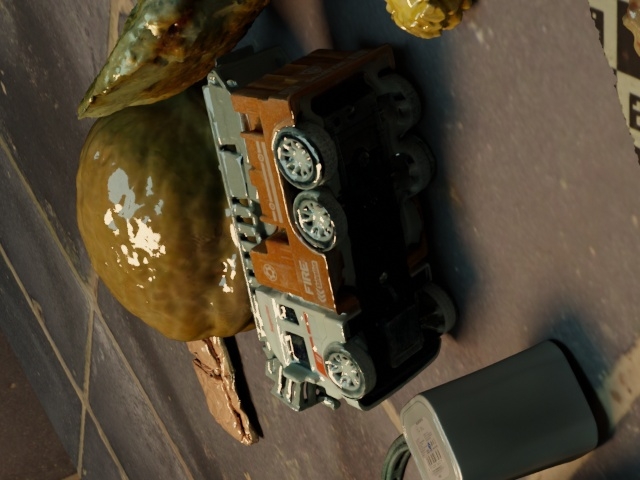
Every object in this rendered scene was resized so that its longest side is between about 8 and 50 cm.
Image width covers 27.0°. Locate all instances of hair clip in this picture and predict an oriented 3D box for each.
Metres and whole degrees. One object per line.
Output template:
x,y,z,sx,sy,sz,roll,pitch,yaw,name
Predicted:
0.097,0.208,1.330,0.070,0.039,0.229,63,160,11,hair clip

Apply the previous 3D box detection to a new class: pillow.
-0.143,0.163,1.774,0.126,0.043,0.232,29,138,62,pillow

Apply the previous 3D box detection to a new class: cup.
0.138,0.152,1.075,0.128,0.129,0.095,122,128,-66,cup

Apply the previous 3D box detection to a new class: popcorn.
0.074,-0.190,0.991,0.082,0.057,0.083,51,149,18,popcorn

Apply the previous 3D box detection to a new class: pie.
-0.117,-0.198,1.142,0.105,0.257,0.274,41,155,-5,pie

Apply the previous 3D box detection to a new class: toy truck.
0.000,0.000,1.168,0.184,0.133,0.338,15,126,43,toy truck

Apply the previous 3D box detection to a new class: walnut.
-0.133,-0.037,1.340,0.283,0.227,0.283,32,134,40,walnut

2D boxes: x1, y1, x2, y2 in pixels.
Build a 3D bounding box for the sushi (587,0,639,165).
0.222,-0.133,0.741,0.290,0.050,0.264,-1,110,65,sushi
